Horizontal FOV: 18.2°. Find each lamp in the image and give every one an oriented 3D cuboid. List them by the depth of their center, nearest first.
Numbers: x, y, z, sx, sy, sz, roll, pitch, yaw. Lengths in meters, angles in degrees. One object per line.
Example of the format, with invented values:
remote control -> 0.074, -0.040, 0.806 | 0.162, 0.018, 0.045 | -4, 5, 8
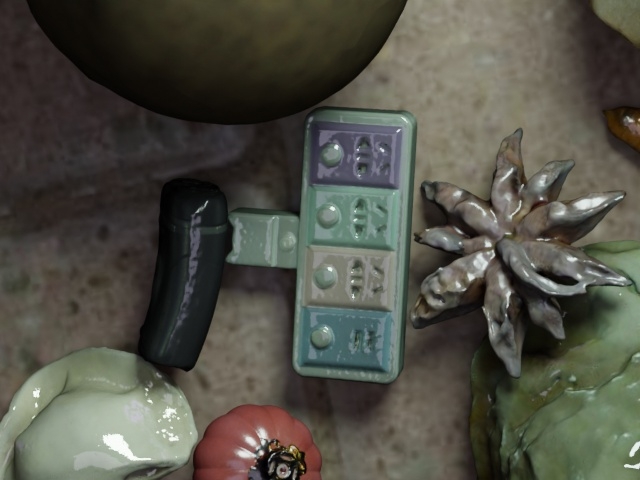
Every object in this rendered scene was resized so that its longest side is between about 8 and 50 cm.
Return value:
lamp -> -0.050, 0.183, 1.590 | 0.107, 0.092, 0.107 | 4, 81, -28

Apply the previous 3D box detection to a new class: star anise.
star anise -> 0.141, 0.003, 1.540 | 0.195, 0.065, 0.182 | -43, 58, 14

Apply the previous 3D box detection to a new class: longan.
longan -> -0.069, -0.227, 1.443 | 0.297, 0.297, 0.297 | 0, 98, 2

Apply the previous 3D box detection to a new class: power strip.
power strip -> 0.000, 0.000, 1.584 | 0.145, 0.061, 0.216 | 5, 98, 9

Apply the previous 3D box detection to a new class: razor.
razor -> -0.106, 0.028, 1.571 | 0.054, 0.090, 0.148 | 8, 99, -11

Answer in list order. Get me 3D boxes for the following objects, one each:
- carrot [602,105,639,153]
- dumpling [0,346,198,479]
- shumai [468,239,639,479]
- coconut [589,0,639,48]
carrot -> 0.339, -0.063, 1.558 | 0.248, 0.059, 0.059 | 13, 99, 3
dumpling -> -0.196, 0.151, 1.593 | 0.169, 0.100, 0.134 | -30, 65, 29
shumai -> 0.266, 0.159, 1.488 | 0.309, 0.263, 0.304 | -27, 98, 6
coconut -> 0.289, -0.239, 1.463 | 0.237, 0.197, 0.237 | 1, 93, 12
